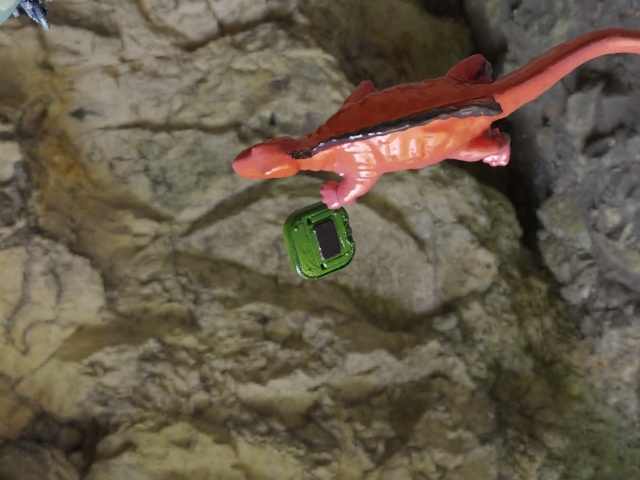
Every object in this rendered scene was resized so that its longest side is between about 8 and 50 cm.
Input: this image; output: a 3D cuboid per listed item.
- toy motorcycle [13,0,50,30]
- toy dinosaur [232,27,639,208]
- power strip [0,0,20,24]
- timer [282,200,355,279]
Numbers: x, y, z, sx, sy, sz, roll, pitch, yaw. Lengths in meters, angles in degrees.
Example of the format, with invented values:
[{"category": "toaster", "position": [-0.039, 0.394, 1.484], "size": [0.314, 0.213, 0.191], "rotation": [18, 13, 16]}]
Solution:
[{"category": "toy motorcycle", "position": [-0.625, -0.540, 1.752], "size": [0.254, 0.092, 0.135], "rotation": [51, 164, 40]}, {"category": "toy dinosaur", "position": [0.081, -0.075, 0.463], "size": [0.139, 0.286, 0.070], "rotation": [-6, -97, -79]}, {"category": "power strip", "position": [-0.458, -0.370, 1.187], "size": [0.044, 0.216, 0.137], "rotation": [22, -107, -44]}, {"category": "timer", "position": [0.000, 0.000, 1.554], "size": [0.047, 0.128, 0.140], "rotation": [34, 141, 63]}]
